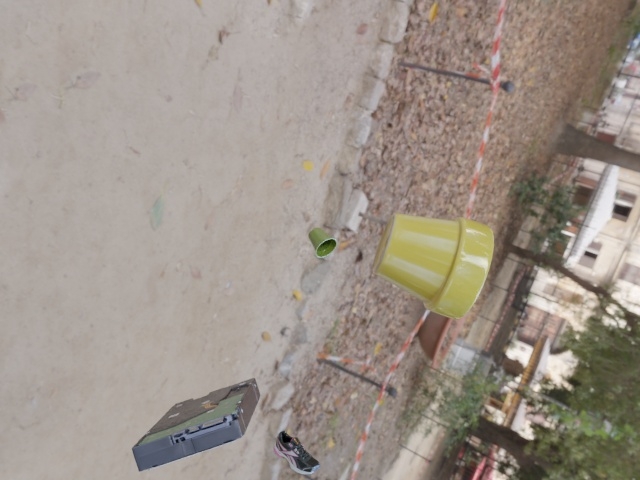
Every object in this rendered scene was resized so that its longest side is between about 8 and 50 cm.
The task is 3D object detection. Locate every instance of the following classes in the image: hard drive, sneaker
[{"bbox_3d":[-0.279,0.432,1.253,0.339,0.237,0.064,102,-30,-87],"label":"hard drive"},{"bbox_3d":[-0.079,0.667,1.642,0.072,0.178,0.077,-17,119,-53],"label":"sneaker"}]

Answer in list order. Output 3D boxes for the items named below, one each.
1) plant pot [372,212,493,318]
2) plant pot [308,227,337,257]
[{"bbox_3d":[0.270,0.042,1.313,0.254,0.239,0.254,20,90,-90],"label":"plant pot"},{"bbox_3d":[0.000,0.000,1.715,0.083,0.079,0.083,-23,142,-20],"label":"plant pot"}]
